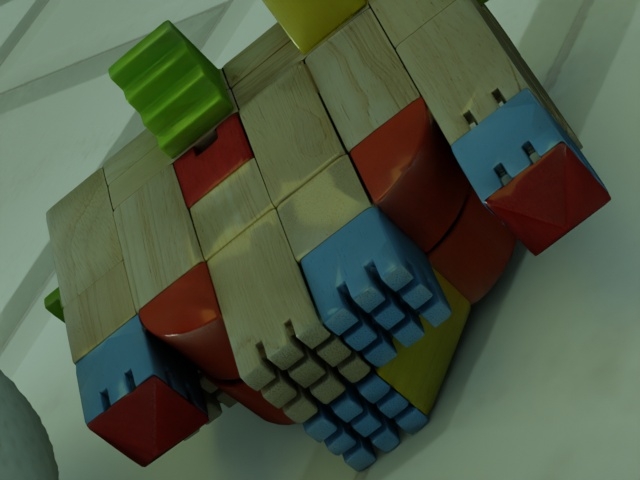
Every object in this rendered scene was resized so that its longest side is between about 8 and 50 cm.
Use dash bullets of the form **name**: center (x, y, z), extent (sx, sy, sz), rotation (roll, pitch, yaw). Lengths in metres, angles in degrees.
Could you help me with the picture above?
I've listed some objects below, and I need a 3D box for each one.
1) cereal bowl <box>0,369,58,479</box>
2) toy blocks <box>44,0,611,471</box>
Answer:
- **cereal bowl**: center (-0.273, 0.226, 0.890), extent (0.339, 0.141, 0.339), rotation (-33, 28, 20)
- **toy blocks**: center (0.000, 0.000, 0.830), extent (0.381, 0.191, 0.261), rotation (-37, 38, 13)
